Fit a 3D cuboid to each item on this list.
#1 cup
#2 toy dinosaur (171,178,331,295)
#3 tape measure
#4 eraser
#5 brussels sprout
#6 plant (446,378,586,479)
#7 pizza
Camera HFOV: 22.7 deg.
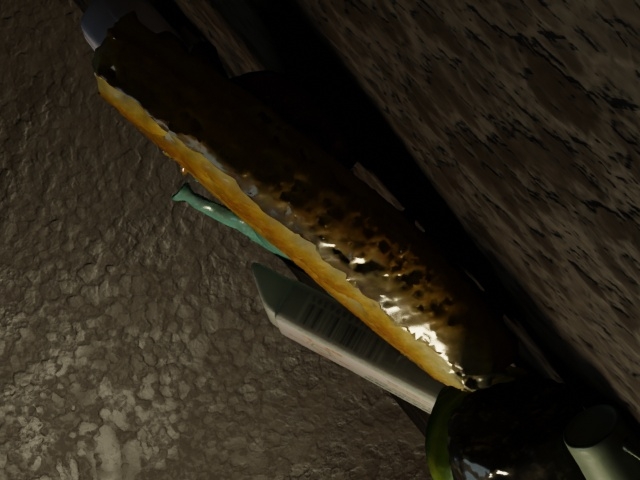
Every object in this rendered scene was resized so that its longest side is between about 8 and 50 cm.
[{"bbox_3d":[0.227,0.172,1.203,0.083,0.054,0.075,55,175,-24],"label":"cup"},{"bbox_3d":[0.000,0.000,1.861,0.331,0.129,0.383,40,168,-5],"label":"toy dinosaur"},{"bbox_3d":[-0.189,-0.218,1.864,0.196,0.105,0.178,51,-177,14],"label":"tape measure"},{"bbox_3d":[0.061,0.133,1.925,0.352,0.061,0.089,27,167,11],"label":"eraser"},{"bbox_3d":[0.160,0.196,1.466,0.151,0.122,0.149,-55,-51,-81],"label":"brussels sprout"},{"bbox_3d":[0.179,0.214,1.305,0.129,0.132,0.194,-77,-28,-53],"label":"plant"},{"bbox_3d":[-0.029,-0.063,1.377,0.440,0.130,0.406,41,180,-21],"label":"pizza"}]
